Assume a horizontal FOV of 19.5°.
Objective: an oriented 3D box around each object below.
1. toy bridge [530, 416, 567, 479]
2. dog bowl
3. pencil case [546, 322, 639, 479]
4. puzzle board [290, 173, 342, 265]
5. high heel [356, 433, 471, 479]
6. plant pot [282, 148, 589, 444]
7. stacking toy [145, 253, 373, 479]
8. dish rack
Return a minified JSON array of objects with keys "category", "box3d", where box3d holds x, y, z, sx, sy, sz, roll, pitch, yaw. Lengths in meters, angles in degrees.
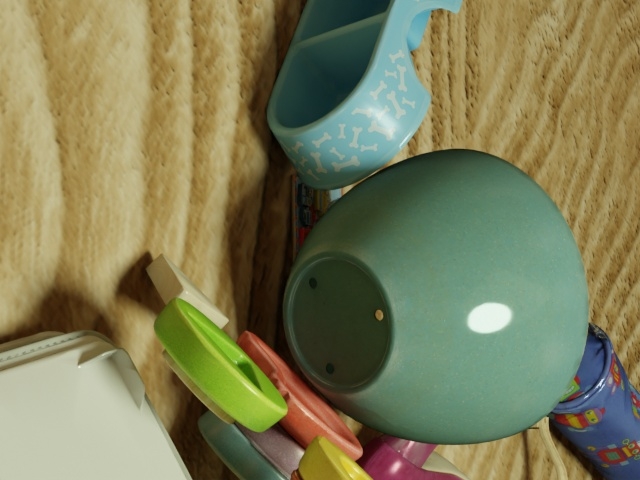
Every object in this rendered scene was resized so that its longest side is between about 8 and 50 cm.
[{"category":"toy bridge","box3d":[0.265,0.304,2.242,0.026,0.063,0.188,24,65,-55]},{"category":"dog bowl","box3d":[0.039,-0.187,1.856,0.074,0.166,0.297,43,50,-33]},{"category":"pencil case","box3d":[0.365,0.219,2.366,0.306,0.119,0.133,47,27,-45]},{"category":"puzzle board","box3d":[0.000,0.000,1.900,0.096,0.011,0.128,8,80,-58]},{"category":"high heel","box3d":[0.104,0.278,1.999,0.117,0.082,0.244,-46,147,-12]},{"category":"plant pot","box3d":[0.078,0.065,1.758,0.195,0.290,0.290,-10,95,-49]},{"category":"stacking toy","box3d":[-0.077,0.170,1.586,0.279,0.130,0.309,44,3,-18]},{"category":"dish rack","box3d":[-0.174,0.219,1.409,0.285,0.072,0.333,-15,75,-59]}]
